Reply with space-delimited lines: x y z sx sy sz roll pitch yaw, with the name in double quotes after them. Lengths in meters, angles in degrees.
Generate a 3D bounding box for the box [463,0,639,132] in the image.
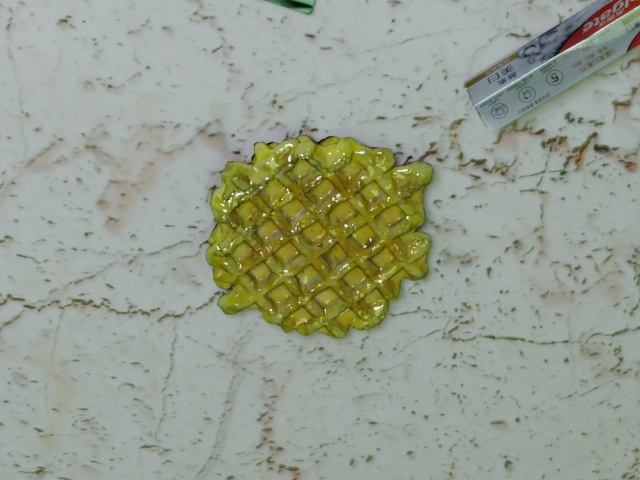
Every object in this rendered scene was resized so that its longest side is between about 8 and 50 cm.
0.246 -0.186 1.928 0.218 0.055 0.039 -31 121 12 "box"

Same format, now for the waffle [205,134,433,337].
0.000 0.000 2.004 0.243 0.059 0.238 6 120 -12 "waffle"

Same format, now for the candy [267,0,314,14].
-0.122 -0.259 1.837 0.262 0.077 0.073 14 97 -25 "candy"
